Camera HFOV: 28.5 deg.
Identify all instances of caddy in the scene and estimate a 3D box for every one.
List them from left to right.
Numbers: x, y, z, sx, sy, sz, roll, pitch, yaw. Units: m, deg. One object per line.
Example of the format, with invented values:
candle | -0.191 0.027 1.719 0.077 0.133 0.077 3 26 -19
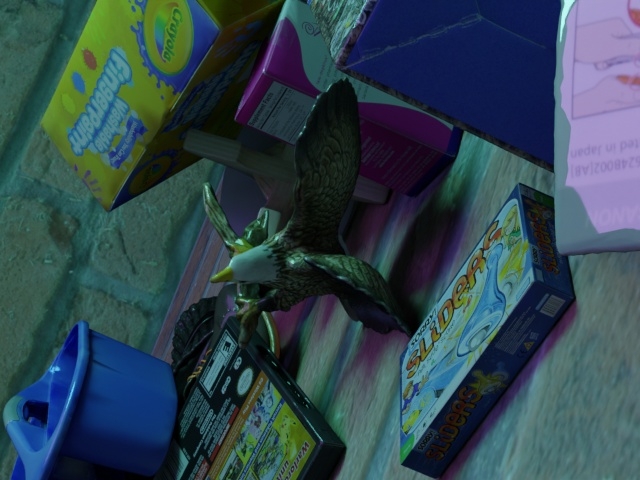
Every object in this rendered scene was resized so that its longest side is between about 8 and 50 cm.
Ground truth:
caddy | -0.301 0.237 1.538 0.241 0.179 0.341 -67 15 7

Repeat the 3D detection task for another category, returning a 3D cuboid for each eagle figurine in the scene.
eagle figurine | -0.007 0.005 1.265 0.298 0.226 0.225 -33 18 50

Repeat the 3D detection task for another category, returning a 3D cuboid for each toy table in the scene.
toy table | -0.038 -0.079 1.574 0.161 0.252 0.274 59 -145 -85

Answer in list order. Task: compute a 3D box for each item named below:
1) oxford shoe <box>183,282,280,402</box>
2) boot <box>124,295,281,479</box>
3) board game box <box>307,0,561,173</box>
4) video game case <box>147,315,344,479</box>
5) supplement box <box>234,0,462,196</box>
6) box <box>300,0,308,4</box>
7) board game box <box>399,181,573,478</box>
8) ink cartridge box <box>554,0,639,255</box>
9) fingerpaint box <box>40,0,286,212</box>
oxford shoe | -0.113 0.160 1.550 0.097 0.098 0.271 -41 43 38
boot | -0.184 0.247 1.770 0.348 0.131 0.260 -57 17 -7
board game box | 0.130 -0.165 0.923 0.141 0.232 0.291 -63 13 15
video game case | -0.098 0.261 1.373 0.274 0.035 0.248 -63 36 15
supplement box | 0.036 -0.153 1.350 0.114 0.220 0.111 -47 23 59
box | 0.138 -0.409 1.135 0.395 0.212 0.293 -55 17 40
board game box | 0.123 0.070 0.984 0.201 0.035 0.136 -60 14 31
ink cartridge box | 0.258 -0.185 0.568 0.308 0.091 0.384 -7 74 49
fingerpaint box | -0.112 -0.268 1.565 0.371 0.163 0.445 -34 -6 -34
